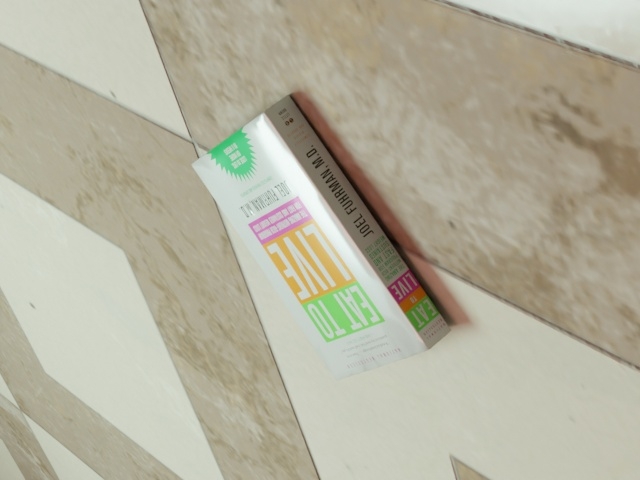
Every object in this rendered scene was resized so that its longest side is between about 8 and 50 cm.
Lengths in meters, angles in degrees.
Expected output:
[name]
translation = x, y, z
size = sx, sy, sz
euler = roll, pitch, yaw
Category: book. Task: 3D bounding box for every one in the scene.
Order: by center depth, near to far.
[book]
translation = 0.000, 0.000, 0.747
size = 0.144, 0.035, 0.096
euler = 55, 152, -5
